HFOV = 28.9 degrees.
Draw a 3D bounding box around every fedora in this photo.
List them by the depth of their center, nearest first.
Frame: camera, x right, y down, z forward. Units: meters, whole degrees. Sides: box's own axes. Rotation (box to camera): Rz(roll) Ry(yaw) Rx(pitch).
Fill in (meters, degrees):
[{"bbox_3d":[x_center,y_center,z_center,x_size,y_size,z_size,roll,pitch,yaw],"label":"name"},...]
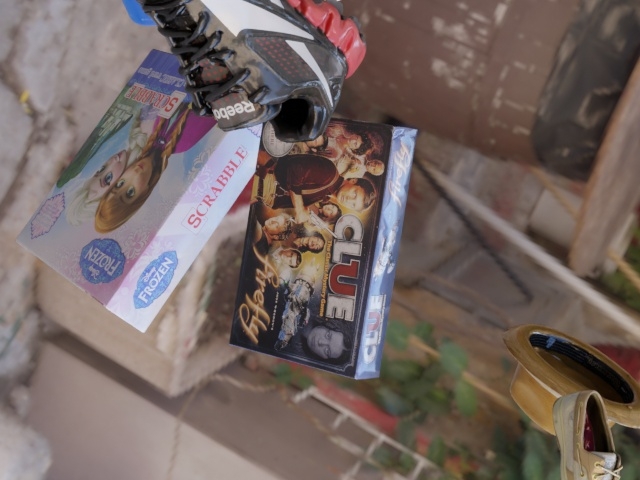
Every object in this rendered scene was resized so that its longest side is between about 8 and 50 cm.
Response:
[{"bbox_3d":[0.282,0.173,1.416,0.079,0.194,0.194,-62,164,20],"label":"fedora"}]

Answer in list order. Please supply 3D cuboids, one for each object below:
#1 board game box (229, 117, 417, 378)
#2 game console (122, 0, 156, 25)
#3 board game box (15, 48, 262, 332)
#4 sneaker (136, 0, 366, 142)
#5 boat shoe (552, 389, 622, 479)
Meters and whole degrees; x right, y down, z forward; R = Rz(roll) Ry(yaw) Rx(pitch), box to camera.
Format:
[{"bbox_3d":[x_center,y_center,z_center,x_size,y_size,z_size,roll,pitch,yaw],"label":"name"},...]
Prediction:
[{"bbox_3d":[0.000,0.000,1.224,0.042,0.165,0.243,4,95,-53],"label":"board game box"},{"bbox_3d":[-0.221,-0.515,2.057,0.293,0.250,0.173,72,20,-56],"label":"game console"},{"bbox_3d":[-0.211,-0.076,1.525,0.066,0.318,0.318,39,81,-34],"label":"board game box"},{"bbox_3d":[-0.075,-0.163,0.962,0.276,0.097,0.135,31,64,-41],"label":"sneaker"},{"bbox_3d":[0.244,0.198,1.109,0.050,0.135,0.045,4,153,-34],"label":"boat shoe"}]
